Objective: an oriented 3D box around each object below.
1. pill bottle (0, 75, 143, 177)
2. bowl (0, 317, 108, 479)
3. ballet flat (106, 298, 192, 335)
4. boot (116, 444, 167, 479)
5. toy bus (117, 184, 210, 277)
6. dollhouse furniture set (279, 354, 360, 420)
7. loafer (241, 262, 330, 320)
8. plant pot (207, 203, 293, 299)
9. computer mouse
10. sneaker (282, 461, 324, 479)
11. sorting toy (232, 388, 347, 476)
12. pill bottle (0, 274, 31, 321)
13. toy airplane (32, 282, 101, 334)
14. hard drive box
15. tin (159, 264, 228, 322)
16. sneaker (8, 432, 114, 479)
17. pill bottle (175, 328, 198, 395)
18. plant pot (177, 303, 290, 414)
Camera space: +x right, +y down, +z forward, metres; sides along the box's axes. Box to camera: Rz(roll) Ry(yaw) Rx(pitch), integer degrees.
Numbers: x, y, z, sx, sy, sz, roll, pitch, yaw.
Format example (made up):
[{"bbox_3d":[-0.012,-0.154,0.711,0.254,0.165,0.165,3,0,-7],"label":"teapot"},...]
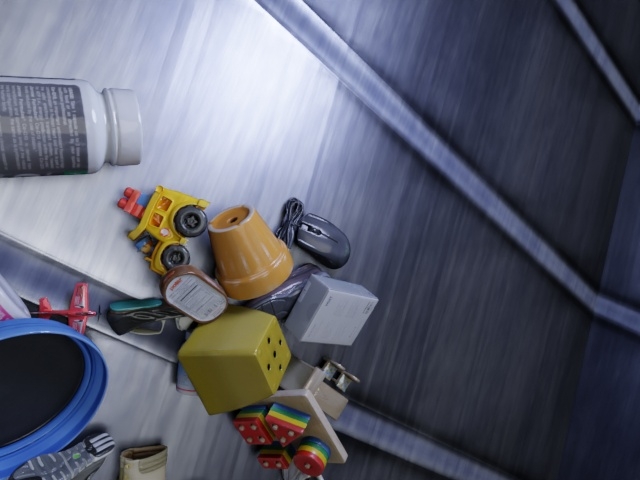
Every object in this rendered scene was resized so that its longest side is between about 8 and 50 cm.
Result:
[{"bbox_3d":[-0.580,-0.238,1.002,0.361,0.204,0.204,-8,98,-30],"label":"pill bottle"},{"bbox_3d":[-0.652,0.332,0.987,0.391,0.077,0.391,-28,136,-32],"label":"bowl"},{"bbox_3d":[-0.394,0.185,1.221,0.281,0.095,0.096,-7,108,-20],"label":"ballet flat"},{"bbox_3d":[-0.504,0.634,1.179,0.262,0.095,0.203,-4,96,-33],"label":"boot"},{"bbox_3d":[-0.401,-0.031,1.172,0.212,0.149,0.220,25,83,-17],"label":"toy bus"},{"bbox_3d":[-0.001,0.464,1.432,0.242,0.161,0.212,43,72,-26],"label":"dollhouse furniture set"},{"bbox_3d":[-0.116,0.158,1.396,0.303,0.095,0.109,-24,136,-23],"label":"loafer"},{"bbox_3d":[-0.197,0.018,1.230,0.205,0.205,0.187,-36,125,-24],"label":"plant pot"},{"bbox_3d":[0.000,0.000,1.432,0.272,0.072,0.188,30,64,-32],"label":"computer mouse"},{"bbox_3d":[-0.036,0.798,1.444,0.114,0.152,0.304,-21,106,-31],"label":"sneaker"},{"bbox_3d":[-0.096,0.545,1.320,0.257,0.256,0.089,63,34,-19],"label":"sorting toy"},{"bbox_3d":[-0.762,0.184,0.950,0.283,0.160,0.160,-37,111,-23],"label":"pill bottle"},{"bbox_3d":[-0.600,0.174,1.124,0.151,0.028,0.151,-2,93,-31],"label":"toy airplane"},{"bbox_3d":[0.036,0.212,1.415,0.232,0.089,0.181,18,105,-46],"label":"hard drive box"},{"bbox_3d":[-0.303,0.133,1.156,0.106,0.040,0.189,-46,131,-3],"label":"tin"},{"bbox_3d":[-0.594,0.544,1.090,0.229,0.086,0.132,-6,130,-52],"label":"sneaker"},{"bbox_3d":[-0.332,0.321,1.263,0.087,0.087,0.160,6,91,-31],"label":"pill bottle"},{"bbox_3d":[-0.199,0.295,1.215,0.212,0.187,0.212,-62,140,-56],"label":"plant pot"}]
